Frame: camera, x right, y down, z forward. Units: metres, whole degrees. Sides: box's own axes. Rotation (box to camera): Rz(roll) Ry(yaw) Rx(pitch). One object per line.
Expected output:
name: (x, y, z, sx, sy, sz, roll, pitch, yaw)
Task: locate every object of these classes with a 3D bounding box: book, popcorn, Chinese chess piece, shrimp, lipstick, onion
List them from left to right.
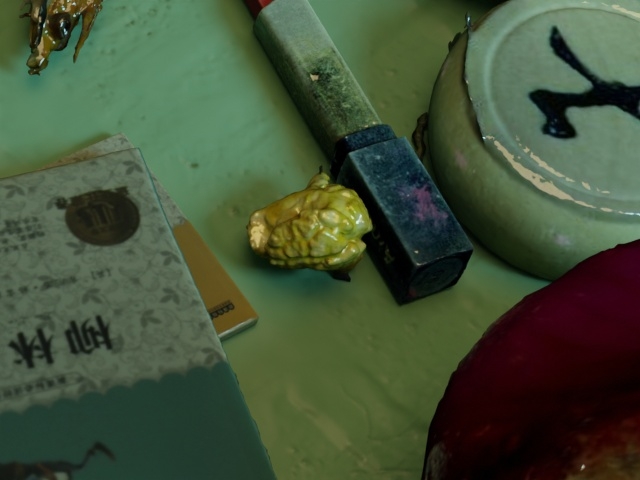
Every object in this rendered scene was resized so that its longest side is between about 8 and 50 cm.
book: (-0.177, 0.106, 1.153, 0.264, 0.031, 0.379, -13, 52, -19)
shrimp: (-0.211, -0.225, 1.393, 0.150, 0.068, 0.249, -8, 54, -5)
book: (-0.136, 0.012, 1.281, 0.118, 0.012, 0.172, -27, 67, -27)
popcorn: (0.000, 0.000, 1.297, 0.084, 0.084, 0.084, 7, 56, -10)
lipstick: (0.008, -0.097, 1.368, 0.051, 0.051, 0.312, -19, 63, -23)
Chinese chess piece: (0.187, -0.077, 1.375, 0.237, 0.092, 0.238, 6, 56, -9)
onion: (0.239, 0.142, 1.047, 0.398, 0.420, 0.398, 1, 59, -2)
